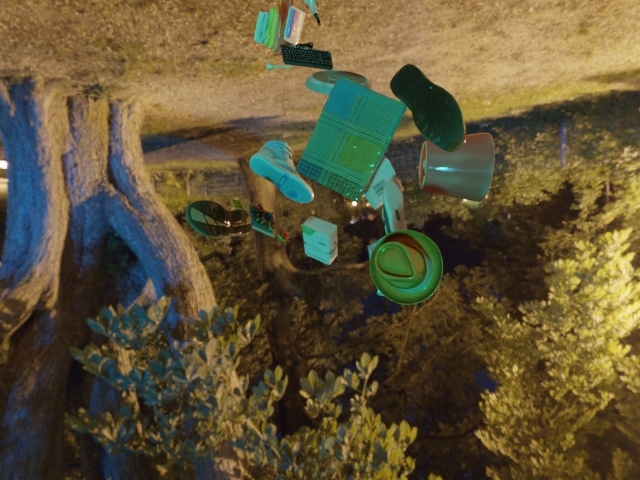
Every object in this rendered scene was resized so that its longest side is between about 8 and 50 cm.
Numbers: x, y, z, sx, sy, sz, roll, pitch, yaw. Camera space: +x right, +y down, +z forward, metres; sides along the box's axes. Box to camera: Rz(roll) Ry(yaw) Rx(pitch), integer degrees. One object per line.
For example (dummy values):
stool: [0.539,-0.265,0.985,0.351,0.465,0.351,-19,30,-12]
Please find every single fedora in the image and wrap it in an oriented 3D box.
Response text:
fedora: [0.191,0.058,0.959,0.194,0.195,0.079,0,169,34]

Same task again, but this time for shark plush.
shark plush: [-0.022,-0.938,1.581,0.073,0.161,0.067,-22,-165,37]

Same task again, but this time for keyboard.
keyboard: [-0.047,-0.638,1.371,0.180,0.108,0.023,-2,158,-22]

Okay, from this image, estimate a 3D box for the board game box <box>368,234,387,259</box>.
board game box: [0.364,0.052,2.218,0.210,0.160,0.047,-34,129,29]

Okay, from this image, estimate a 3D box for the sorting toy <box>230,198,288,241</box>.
sorting toy: [-0.244,-0.099,1.674,0.274,0.132,0.046,26,129,-33]

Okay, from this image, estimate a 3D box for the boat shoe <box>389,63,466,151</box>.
boat shoe: [0.321,-0.379,1.156,0.122,0.324,0.120,-37,146,24]

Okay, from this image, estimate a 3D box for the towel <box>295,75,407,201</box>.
towel: [0.102,-0.357,1.422,0.271,0.370,0.040,28,-169,10]

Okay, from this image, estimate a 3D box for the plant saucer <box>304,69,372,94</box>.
plant saucer: [0.086,-0.734,1.856,0.317,0.044,0.318,3,-144,-2]

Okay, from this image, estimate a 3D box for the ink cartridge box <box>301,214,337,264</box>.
ink cartridge box: [0.000,0.000,2.054,0.160,0.219,0.093,24,-126,23]

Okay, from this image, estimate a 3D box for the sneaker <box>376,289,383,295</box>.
sneaker: [0.245,0.100,1.495,0.115,0.232,0.090,2,153,3]

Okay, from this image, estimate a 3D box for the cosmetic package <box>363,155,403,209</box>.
cosmetic package: [0.170,-0.328,1.692,0.155,0.366,0.197,-35,140,7]

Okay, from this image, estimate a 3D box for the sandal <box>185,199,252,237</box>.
sandal: [-0.351,-0.060,1.387,0.086,0.120,0.302,-7,172,26]

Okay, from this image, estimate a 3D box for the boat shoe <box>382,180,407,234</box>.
boat shoe: [0.248,-0.101,1.420,0.077,0.220,0.070,3,163,-27]

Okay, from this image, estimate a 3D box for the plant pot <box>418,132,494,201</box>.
plant pot: [0.527,-0.295,1.598,0.243,0.275,0.275,4,-173,6]

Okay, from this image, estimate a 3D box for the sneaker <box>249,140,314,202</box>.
sneaker: [-0.139,-0.322,1.776,0.127,0.319,0.208,-34,-153,43]

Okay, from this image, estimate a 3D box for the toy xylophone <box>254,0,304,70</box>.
toy xylophone: [-0.162,-0.791,1.557,0.081,0.236,0.322,4,-168,-33]
